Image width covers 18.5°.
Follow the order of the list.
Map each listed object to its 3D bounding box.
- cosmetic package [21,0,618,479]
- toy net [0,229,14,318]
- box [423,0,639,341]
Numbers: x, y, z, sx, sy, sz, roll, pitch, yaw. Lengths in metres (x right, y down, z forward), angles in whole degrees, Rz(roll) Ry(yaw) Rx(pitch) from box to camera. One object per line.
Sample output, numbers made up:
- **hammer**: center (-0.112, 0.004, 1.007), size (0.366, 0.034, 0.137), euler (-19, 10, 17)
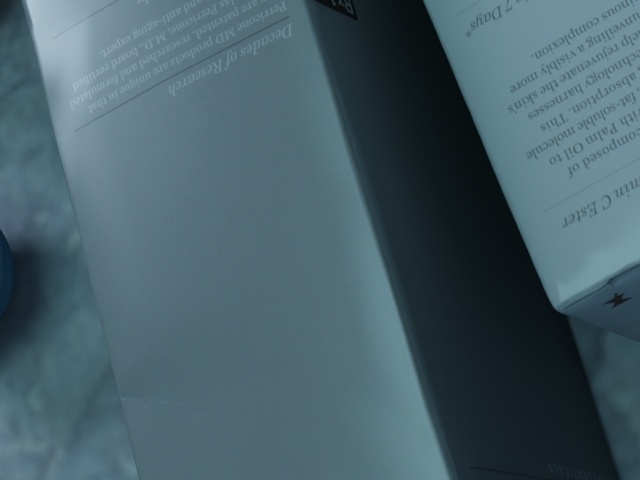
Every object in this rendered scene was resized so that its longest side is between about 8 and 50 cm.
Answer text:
- **cosmetic package**: center (0.000, 0.000, 0.592), size (0.107, 0.127, 0.238), euler (-28, 69, 23)
- **toy net**: center (-0.210, 0.040, 0.756), size (0.232, 0.045, 0.122), euler (-39, 64, 19)
- **box**: center (0.107, -0.074, 0.562), size (0.130, 0.091, 0.170), euler (-30, 66, 22)
